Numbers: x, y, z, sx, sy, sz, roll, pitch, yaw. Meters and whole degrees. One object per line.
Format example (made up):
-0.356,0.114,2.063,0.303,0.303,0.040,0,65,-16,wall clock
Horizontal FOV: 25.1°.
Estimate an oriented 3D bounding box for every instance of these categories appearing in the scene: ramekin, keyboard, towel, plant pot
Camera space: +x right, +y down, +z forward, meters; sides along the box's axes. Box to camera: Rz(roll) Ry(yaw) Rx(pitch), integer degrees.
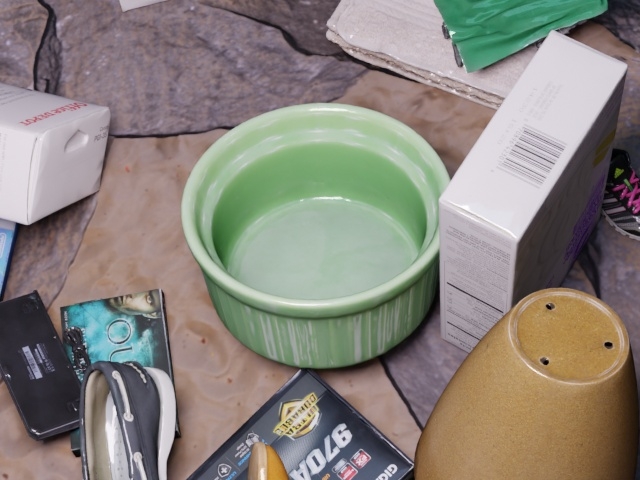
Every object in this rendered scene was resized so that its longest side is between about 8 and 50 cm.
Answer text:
0.000,0.000,1.645,0.303,0.148,0.303,-2,50,2,ramekin
-0.317,0.140,1.661,0.108,0.023,0.180,-18,64,-25,keyboard
0.164,-0.287,1.865,0.282,0.049,0.187,22,67,16,towel
0.229,0.174,1.464,0.237,0.254,0.237,3,50,-4,plant pot

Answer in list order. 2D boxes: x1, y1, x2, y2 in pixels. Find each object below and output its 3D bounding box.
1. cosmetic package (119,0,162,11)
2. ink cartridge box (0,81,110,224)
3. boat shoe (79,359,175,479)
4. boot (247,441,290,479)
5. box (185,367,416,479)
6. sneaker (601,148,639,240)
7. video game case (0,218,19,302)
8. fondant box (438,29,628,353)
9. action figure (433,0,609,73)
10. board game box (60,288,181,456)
-0.254,-0.433,1.980,0.099,0.060,0.239,-16,61,-2,cosmetic package
-0.426,-0.122,1.740,0.283,0.207,0.117,14,107,13,ink cartridge box
-0.215,0.277,1.545,0.114,0.091,0.303,-27,60,36,boat shoe
0.039,0.336,1.467,0.211,0.104,0.295,-7,95,-7,boot
-0.031,0.273,1.583,0.220,0.051,0.175,-42,66,-16,box
0.356,-0.064,1.709,0.063,0.075,0.170,-41,66,-15,sneaker
-0.503,0.062,1.704,0.244,0.061,0.270,10,62,-7,video game case
0.225,-0.033,1.561,0.096,0.330,0.238,28,68,17,fondant box
0.269,-0.286,1.794,0.232,0.063,0.137,-18,61,-1,action figure
-0.235,0.152,1.683,0.126,0.026,0.186,-11,62,0,board game box
